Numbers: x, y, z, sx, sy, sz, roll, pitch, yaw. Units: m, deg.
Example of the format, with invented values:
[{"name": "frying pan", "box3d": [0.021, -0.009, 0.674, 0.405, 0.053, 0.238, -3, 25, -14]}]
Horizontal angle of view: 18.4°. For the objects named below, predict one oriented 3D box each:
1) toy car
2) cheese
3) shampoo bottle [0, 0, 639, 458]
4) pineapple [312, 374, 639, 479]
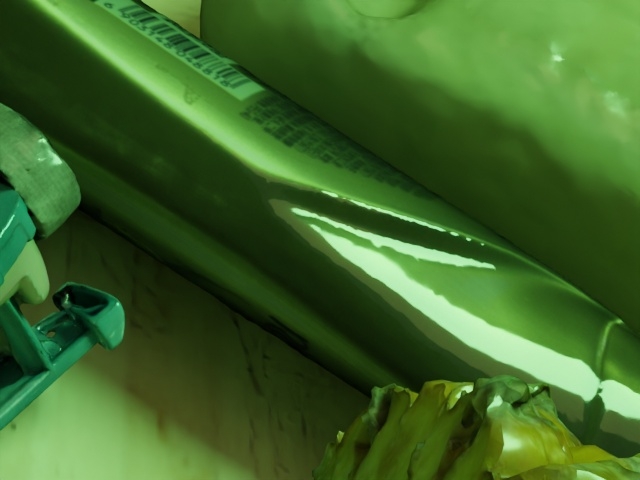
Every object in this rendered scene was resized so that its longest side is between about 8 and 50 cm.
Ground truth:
[{"name": "toy car", "box3d": [-0.161, 0.012, 0.717, 0.126, 0.098, 0.161, -43, 43, -21]}, {"name": "cheese", "box3d": [0.163, -0.089, 0.910, 0.328, 0.130, 0.351, 38, 47, 16]}, {"name": "shampoo bottle", "box3d": [0.000, 0.000, 0.764, 0.350, 0.084, 0.125, 33, 6, 9]}, {"name": "pineapple", "box3d": [0.138, 0.180, 0.567, 0.286, 0.209, 0.344, 21, 46, -14]}]
